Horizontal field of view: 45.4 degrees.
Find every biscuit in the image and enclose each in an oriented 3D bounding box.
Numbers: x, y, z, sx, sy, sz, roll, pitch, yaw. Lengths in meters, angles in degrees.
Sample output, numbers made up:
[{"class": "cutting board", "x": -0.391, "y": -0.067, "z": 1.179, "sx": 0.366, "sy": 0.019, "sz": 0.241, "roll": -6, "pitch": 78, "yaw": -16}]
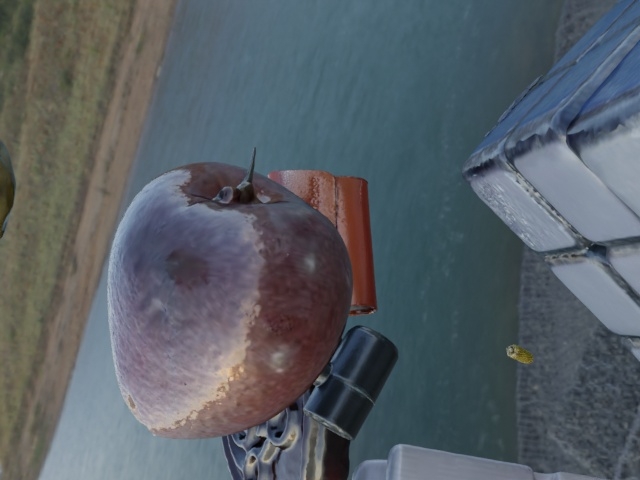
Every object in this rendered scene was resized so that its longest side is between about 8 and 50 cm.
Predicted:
[{"class": "biscuit", "x": -0.077, "y": 0.233, "z": 1.182, "sx": 0.407, "sy": 0.091, "sz": 0.408, "roll": 178, "pitch": 90, "yaw": -65}]

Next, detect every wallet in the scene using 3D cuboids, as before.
[{"class": "wallet", "x": 0.000, "y": 0.000, "z": 1.013, "sx": 0.045, "sy": 0.142, "sz": 0.205, "roll": 106, "pitch": 164, "yaw": -59}]

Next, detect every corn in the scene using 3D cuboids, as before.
[{"class": "corn", "x": 0.384, "y": 0.220, "z": 1.481, "sx": 0.028, "sy": 0.083, "sz": 0.027, "roll": -23, "pitch": 56, "yaw": 34}]

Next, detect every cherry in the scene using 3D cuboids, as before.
[{"class": "cherry", "x": -0.095, "y": 0.060, "z": 0.751, "sx": 0.261, "sy": 0.221, "sz": 0.308, "roll": 33, "pitch": 107, "yaw": 44}]

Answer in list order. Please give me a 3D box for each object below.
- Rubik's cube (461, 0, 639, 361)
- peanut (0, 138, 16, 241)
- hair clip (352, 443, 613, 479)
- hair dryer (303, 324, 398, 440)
[{"class": "Rubik's cube", "x": 0.341, "y": -0.057, "z": 0.407, "sx": 0.344, "sy": 0.343, "sz": 0.337, "roll": -48, "pitch": 3, "yaw": -8}, {"class": "peanut", "x": -0.272, "y": -0.019, "z": 0.522, "sx": 0.159, "sy": 0.109, "sz": 0.141, "roll": -47, "pitch": 40, "yaw": 43}, {"class": "hair clip", "x": 0.185, "y": 0.210, "z": 0.527, "sx": 0.101, "sy": 0.330, "sz": 0.085, "roll": 128, "pitch": 152, "yaw": -58}, {"class": "hair dryer", "x": -0.022, "y": 0.130, "z": 0.909, "sx": 0.124, "sy": 0.219, "sz": 0.071, "roll": -61, "pitch": 8, "yaw": -19}]
